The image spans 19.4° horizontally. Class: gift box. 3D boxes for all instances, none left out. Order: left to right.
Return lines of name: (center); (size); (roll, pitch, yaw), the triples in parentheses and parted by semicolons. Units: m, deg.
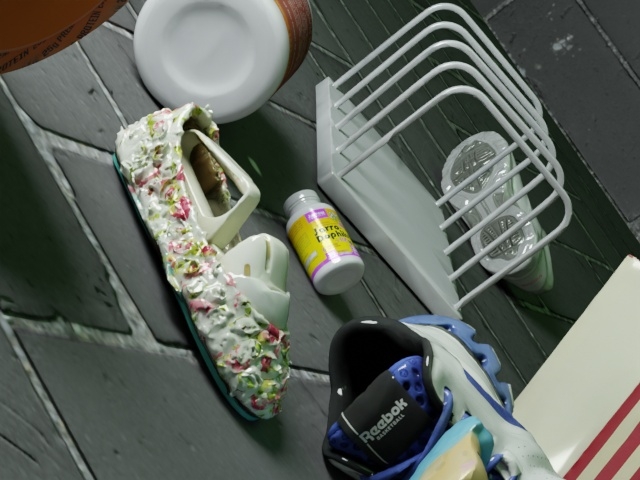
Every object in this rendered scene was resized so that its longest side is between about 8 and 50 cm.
gift box: (0.273, 0.193, 1.481); (0.276, 0.258, 0.255); (39, 3, 43)

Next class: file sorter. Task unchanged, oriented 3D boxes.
file sorter: (0.120, -0.087, 1.813); (0.193, 0.173, 0.277); (48, 16, -18)

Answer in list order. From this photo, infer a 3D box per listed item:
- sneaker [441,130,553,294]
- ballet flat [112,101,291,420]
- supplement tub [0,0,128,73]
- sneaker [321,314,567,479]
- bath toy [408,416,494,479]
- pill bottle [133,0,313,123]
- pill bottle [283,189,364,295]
sneaker: (0.209, -0.024, 2.152); (0.115, 0.090, 0.232); (48, 22, -44)
ballet flat: (-0.066, 0.002, 1.208); (0.091, 0.077, 0.241); (32, 26, -57)
supplement tub: (-0.233, -0.262, 1.076); (0.316, 0.193, 0.193); (57, 15, 14)
sneaker: (0.093, 0.166, 1.259); (0.315, 0.127, 0.182); (53, 16, 29)
bath toy: (0.177, 0.264, 1.105); (0.348, 0.151, 0.129); (44, 39, -7)
pill bottle: (-0.070, -0.169, 1.511); (0.121, 0.121, 0.216); (51, 14, -5)
pill bottle: (0.000, 0.000, 1.485); (0.043, 0.043, 0.083); (32, 25, -55)
